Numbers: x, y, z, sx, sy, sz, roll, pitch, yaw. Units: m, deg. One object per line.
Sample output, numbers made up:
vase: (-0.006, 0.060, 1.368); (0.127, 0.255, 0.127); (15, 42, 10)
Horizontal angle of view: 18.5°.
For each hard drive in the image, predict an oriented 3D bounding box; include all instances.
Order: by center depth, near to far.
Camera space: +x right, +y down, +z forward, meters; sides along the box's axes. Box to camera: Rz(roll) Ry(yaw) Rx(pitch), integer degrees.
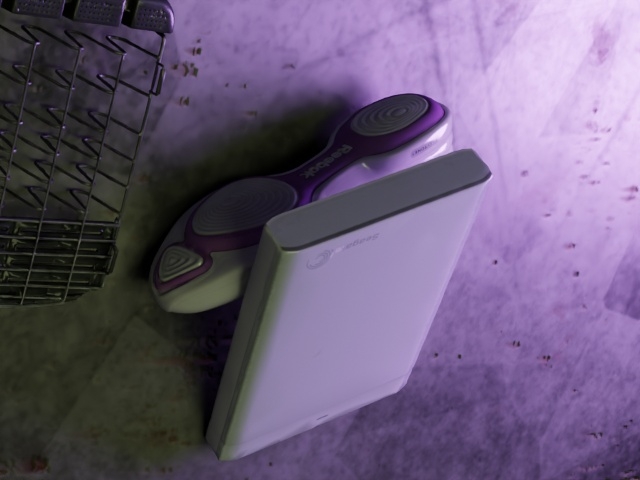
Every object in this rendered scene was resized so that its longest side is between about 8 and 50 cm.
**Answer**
hard drive: (0.018, 0.060, 1.652); (0.203, 0.040, 0.307); (-20, 150, -27)

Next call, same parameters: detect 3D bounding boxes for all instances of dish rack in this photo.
dish rack: (-0.227, -0.081, 1.495); (0.208, 0.074, 0.272); (4, 109, -35)

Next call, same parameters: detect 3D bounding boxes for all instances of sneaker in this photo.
sneaker: (0.000, 0.000, 1.659); (0.305, 0.114, 0.152); (-29, 127, -20)
